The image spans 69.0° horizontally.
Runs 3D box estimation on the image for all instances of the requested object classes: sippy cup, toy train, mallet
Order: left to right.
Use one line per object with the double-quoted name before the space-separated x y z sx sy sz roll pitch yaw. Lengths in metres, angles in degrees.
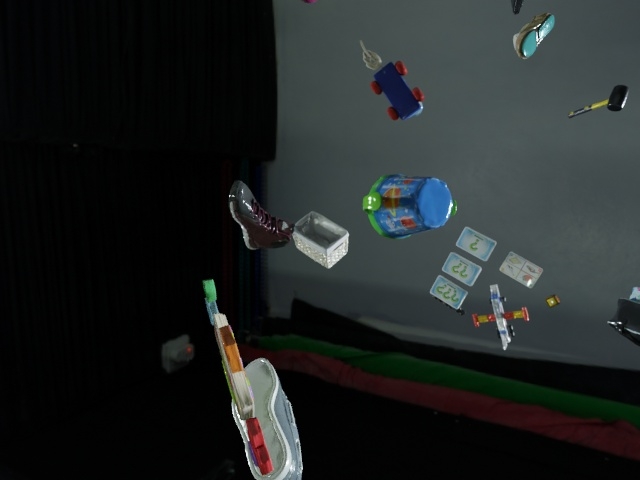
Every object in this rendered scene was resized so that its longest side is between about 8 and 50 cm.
"toy train" 0.205 -0.458 1.329 0.105 0.248 0.143 -34 176 24
"sippy cup" 0.314 -0.121 1.578 0.305 0.240 0.224 -37 -163 -23
"toy train" 0.530 0.259 1.923 0.158 0.027 0.036 32 -168 -7
"mallet" 0.756 -0.376 1.275 0.039 0.062 0.189 24 -178 -11

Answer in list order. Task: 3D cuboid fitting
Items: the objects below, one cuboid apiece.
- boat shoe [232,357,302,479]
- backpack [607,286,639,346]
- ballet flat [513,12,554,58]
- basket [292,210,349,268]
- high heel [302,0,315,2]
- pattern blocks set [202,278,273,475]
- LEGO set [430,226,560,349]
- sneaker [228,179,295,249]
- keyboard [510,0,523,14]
"boat shoe" -0.112 0.393 1.009 0.116 0.099 0.319 -32 -147 2
"backpack" 1.069 0.271 1.454 0.253 0.191 0.225 33 176 -26
"ballet flat" 0.591 -0.578 1.326 0.067 0.073 0.206 18 -127 43
"basket" 0.000 0.000 1.529 0.167 0.103 0.113 32 -122 32
"high heel" 0.025 -0.680 0.917 0.127 0.377 0.181 1 -174 -34
"pattern blocks set" -0.150 0.228 0.817 0.026 0.325 0.285 -16 165 -18
"LEGO set" 0.373 0.107 1.006 0.244 0.182 0.060 34 -160 26
"sneaker" -0.158 -0.069 1.367 0.162 0.106 0.281 6 148 12
"keyboard" 0.476 -0.726 1.124 0.033 0.317 0.201 -2 150 12
